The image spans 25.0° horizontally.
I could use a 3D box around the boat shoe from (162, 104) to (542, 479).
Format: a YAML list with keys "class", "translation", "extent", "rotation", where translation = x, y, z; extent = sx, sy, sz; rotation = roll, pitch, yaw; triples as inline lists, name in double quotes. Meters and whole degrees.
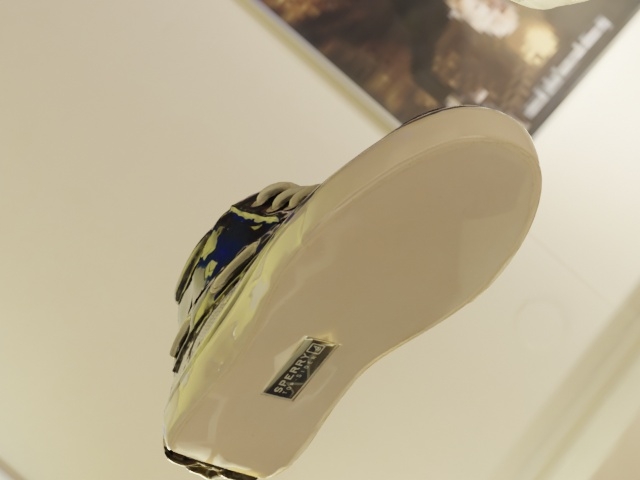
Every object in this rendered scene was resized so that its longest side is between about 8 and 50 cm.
- class: "boat shoe"
  translation: [0.000, 0.000, 0.904]
  extent: [0.340, 0.127, 0.158]
  rotation: [-46, -145, 34]

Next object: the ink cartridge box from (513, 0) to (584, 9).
- class: "ink cartridge box"
  translation: [0.161, -0.273, 0.853]
  extent: [0.172, 0.100, 0.237]
  rotation: [1, -102, 61]
